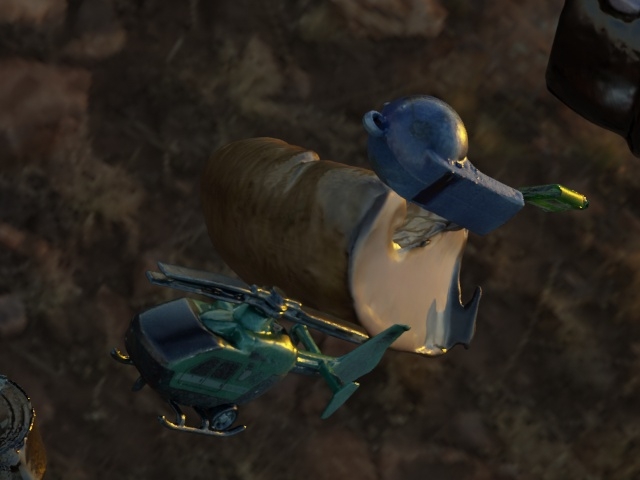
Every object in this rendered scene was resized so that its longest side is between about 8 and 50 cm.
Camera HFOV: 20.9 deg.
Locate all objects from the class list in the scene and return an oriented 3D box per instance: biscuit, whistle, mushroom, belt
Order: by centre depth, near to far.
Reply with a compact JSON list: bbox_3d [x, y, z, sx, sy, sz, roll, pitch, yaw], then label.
[{"bbox_3d":[-0.276,0.163,1.393,0.105,0.058,0.140,-15,32,-13],"label":"belt"},{"bbox_3d":[0.093,-0.071,1.426,0.158,0.090,0.090,23,45,-38],"label":"whistle"},{"bbox_3d":[0.200,-0.037,1.497,0.089,0.046,0.016,16,73,-60],"label":"biscuit"},{"bbox_3d":[-0.036,-0.005,2.108,0.397,0.224,0.313,17,8,32],"label":"mushroom"}]

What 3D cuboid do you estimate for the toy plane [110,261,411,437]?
[{"bbox_3d":[-0.040,0.064,1.020,0.235,0.096,0.060,18,26,-52],"label":"toy plane"}]

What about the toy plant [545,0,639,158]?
[{"bbox_3d":[0.285,-0.135,1.194,0.235,0.175,0.218,17,68,9],"label":"toy plant"}]
